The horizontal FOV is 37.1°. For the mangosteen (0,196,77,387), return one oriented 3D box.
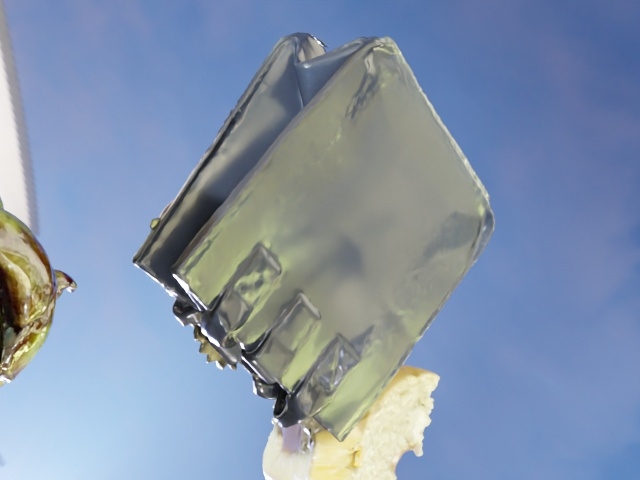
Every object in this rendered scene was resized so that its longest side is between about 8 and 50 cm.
[{"bbox_3d":[-0.316,0.045,0.566,0.311,0.311,0.311,32,-39,30],"label":"mangosteen"}]

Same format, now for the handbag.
[{"bbox_3d":[0.000,0.000,0.931,0.122,0.329,0.303,17,-26,45],"label":"handbag"}]

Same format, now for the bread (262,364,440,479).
[{"bbox_3d":[-0.006,0.217,1.107,0.224,0.211,0.183,6,-96,27],"label":"bread"}]
